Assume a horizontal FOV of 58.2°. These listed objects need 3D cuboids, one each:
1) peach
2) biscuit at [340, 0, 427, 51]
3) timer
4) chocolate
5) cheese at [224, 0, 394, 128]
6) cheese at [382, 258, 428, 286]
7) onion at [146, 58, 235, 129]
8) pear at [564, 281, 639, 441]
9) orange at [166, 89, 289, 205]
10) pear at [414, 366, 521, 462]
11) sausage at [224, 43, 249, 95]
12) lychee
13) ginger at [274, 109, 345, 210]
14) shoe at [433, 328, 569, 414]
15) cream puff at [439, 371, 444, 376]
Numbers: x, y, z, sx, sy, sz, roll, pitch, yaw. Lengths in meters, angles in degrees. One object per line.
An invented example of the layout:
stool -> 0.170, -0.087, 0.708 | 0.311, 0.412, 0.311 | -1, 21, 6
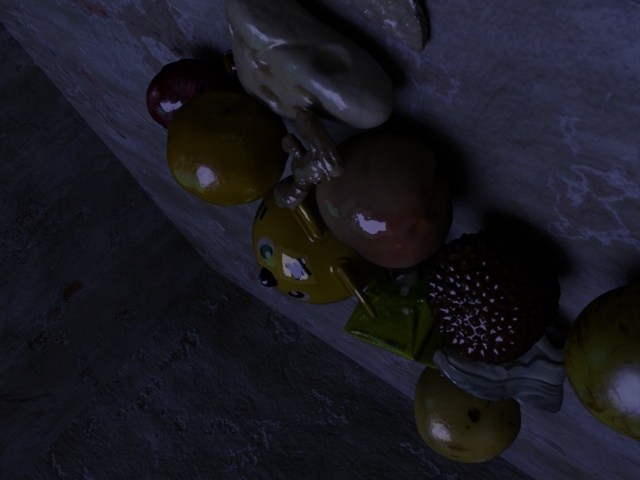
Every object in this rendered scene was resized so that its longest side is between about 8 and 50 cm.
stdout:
peach -> 0.129, -0.076, 1.137 | 0.292, 0.248, 0.292 | 57, -176, -6
biscuit -> 0.066, -0.389, 0.862 | 0.250, 0.032, 0.133 | 37, 163, 11
timer -> 0.000, 0.000, 1.385 | 0.376, 0.376, 0.387 | 45, -175, -14
chocolate -> 0.242, 0.162, 1.455 | 0.137, 0.288, 0.301 | 37, 166, -28
cheese -> -0.023, -0.302, 1.110 | 0.351, 0.129, 0.328 | 39, 168, 5
cheese -> 0.200, 0.022, 1.350 | 0.091, 0.202, 0.175 | -1, 139, 21
onion -> -0.313, -0.359, 1.454 | 0.247, 0.190, 0.246 | 9, 173, 1
pear -> 0.549, 0.192, 0.941 | 0.284, 0.283, 0.283 | 36, 162, 13
orange -> -0.204, -0.202, 1.286 | 0.279, 0.279, 0.235 | 33, 138, 21
pear -> 0.458, 0.525, 1.816 | 0.348, 0.348, 0.348 | 36, 162, 13
sausage -> -0.159, -0.332, 1.395 | 0.082, 0.082, 0.371 | 31, 160, 26
lychee -> 0.335, 0.106, 1.155 | 0.268, 0.267, 0.267 | 36, 162, 13
ginger -> -0.036, -0.148, 1.086 | 0.259, 0.065, 0.149 | -36, 68, 61
shoe -> 0.425, 0.252, 1.304 | 0.342, 0.210, 0.132 | 16, -173, -16
cream puff -> 0.409, 0.299, 1.646 | 0.244, 0.196, 0.243 | 161, 90, -79
